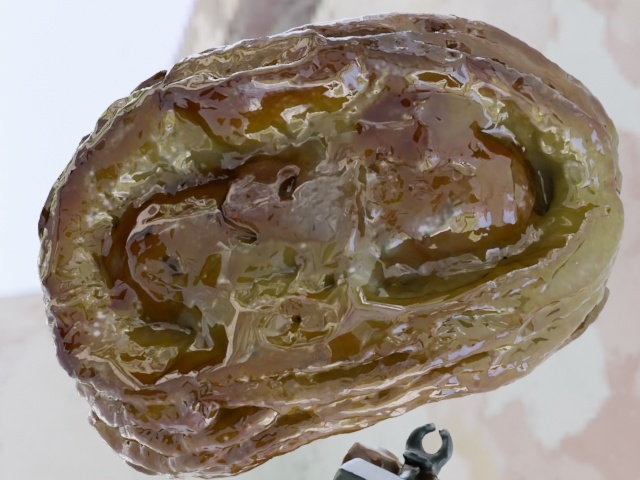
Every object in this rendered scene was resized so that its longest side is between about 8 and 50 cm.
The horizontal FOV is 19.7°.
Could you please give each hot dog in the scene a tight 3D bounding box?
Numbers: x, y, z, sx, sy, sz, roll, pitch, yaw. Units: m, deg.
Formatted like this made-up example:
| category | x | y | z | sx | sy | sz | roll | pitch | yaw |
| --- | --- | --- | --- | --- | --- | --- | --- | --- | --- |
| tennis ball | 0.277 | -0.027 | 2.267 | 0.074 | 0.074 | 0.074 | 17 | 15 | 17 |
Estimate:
| category | x | y | z | sx | sy | sz | roll | pitch | yaw |
| --- | --- | --- | --- | --- | --- | --- | --- | --- | --- |
| hot dog | -0.003 | 0.000 | 0.775 | 0.259 | 0.114 | 0.175 | -19 | -108 | 18 |

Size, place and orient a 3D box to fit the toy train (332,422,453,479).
| category | x | y | z | sx | sy | sz | roll | pitch | yaw |
| --- | --- | --- | --- | --- | --- | --- | --- | --- | --- |
| toy train | 0.017 | 0.191 | 0.852 | 0.089 | 0.127 | 0.219 | 19 | -104 | 44 |
